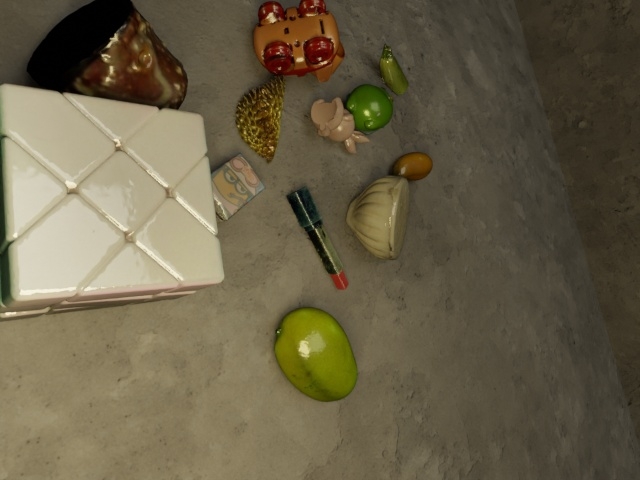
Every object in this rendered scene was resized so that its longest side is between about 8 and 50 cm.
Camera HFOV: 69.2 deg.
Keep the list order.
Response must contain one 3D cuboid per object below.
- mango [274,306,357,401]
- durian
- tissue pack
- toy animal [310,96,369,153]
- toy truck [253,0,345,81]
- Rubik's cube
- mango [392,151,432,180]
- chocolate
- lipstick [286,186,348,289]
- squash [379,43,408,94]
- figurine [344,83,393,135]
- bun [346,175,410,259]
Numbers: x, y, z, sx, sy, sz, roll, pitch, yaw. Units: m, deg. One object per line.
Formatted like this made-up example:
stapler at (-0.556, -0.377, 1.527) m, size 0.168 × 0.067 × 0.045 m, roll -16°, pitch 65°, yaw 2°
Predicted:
mango at (-0.007, 0.294, 1.161) m, size 0.185 × 0.149 × 0.272 m, roll -37°, pitch 106°, yaw -42°
durian at (-0.152, -0.346, 1.280) m, size 0.139 × 0.145 × 0.251 m, roll 59°, pitch 27°, yaw -63°
tissue pack at (-0.228, -0.130, 1.156) m, size 0.115 × 0.065 × 0.155 m, roll 56°, pitch 49°, yaw -15°
toy animal at (0.057, -0.354, 1.442) m, size 0.213 × 0.124 × 0.124 m, roll 28°, pitch 58°, yaw -55°
toy truck at (-0.058, -0.565, 1.371) m, size 0.265 × 0.239 × 0.188 m, roll -9°, pitch 80°, yaw 0°
Rubik's cube at (-0.396, -0.043, 0.826) m, size 0.319 × 0.316 × 0.321 m, roll -2°, pitch 77°, yaw -40°
mango at (0.321, -0.259, 1.643) m, size 0.184 × 0.085 × 0.102 m, roll -19°, pitch 94°, yaw -31°
chocolate at (-0.399, -0.324, 0.918) m, size 0.225 × 0.340 × 0.210 m, roll -57°, pitch 138°, yaw -10°
lipstick at (0.000, 0.000, 1.320) m, size 0.051 × 0.051 × 0.312 m, roll -34°, pitch 102°, yaw -42°
squash at (0.254, -0.632, 1.704) m, size 0.090 × 0.075 × 0.200 m, roll -59°, pitch 139°, yaw -14°
figurine at (0.171, -0.447, 1.543) m, size 0.162 × 0.143 × 0.263 m, roll 48°, pitch 40°, yaw -6°
bun at (0.168, -0.075, 1.417) m, size 0.263 × 0.175 × 0.262 m, roll 9°, pitch 90°, yaw -71°
